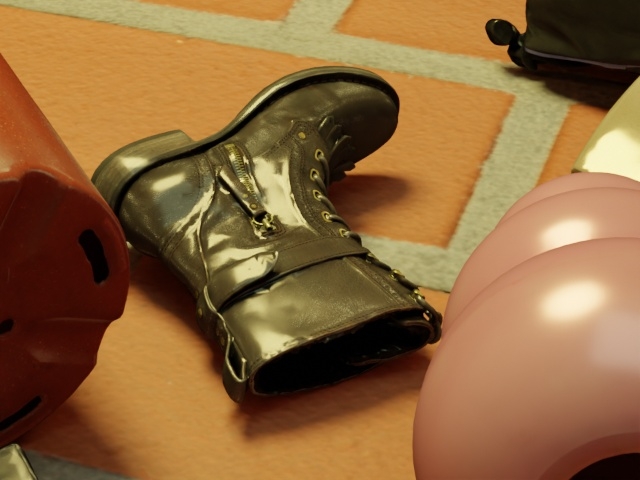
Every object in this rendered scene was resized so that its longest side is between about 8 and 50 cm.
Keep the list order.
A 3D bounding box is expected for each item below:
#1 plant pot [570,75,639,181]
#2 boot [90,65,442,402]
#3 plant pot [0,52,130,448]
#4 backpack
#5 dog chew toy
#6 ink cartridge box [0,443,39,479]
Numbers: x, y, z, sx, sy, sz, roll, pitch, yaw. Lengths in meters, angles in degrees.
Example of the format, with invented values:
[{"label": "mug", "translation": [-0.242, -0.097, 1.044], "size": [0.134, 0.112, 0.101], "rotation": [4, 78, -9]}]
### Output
[{"label": "plant pot", "translation": [0.224, -0.030, 1.240], "size": [0.096, 0.109, 0.109], "rotation": [-33, 45, -25]}, {"label": "boot", "translation": [0.000, 0.000, 1.209], "size": [0.263, 0.091, 0.229], "rotation": [-24, 46, -29]}, {"label": "plant pot", "translation": [-0.258, -0.024, 1.077], "size": [0.272, 0.272, 0.265], "rotation": [-20, 46, -30]}, {"label": "backpack", "translation": [0.308, -0.224, 1.462], "size": [0.276, 0.213, 0.263], "rotation": [19, 26, 30]}, {"label": "dog chew toy", "translation": [0.152, 0.066, 1.004], "size": [0.206, 0.207, 0.332], "rotation": [3, 25, 1]}, {"label": "ink cartridge box", "translation": [-0.241, 0.221, 0.780], "size": [0.332, 0.065, 0.165], "rotation": [-28, 40, -14]}]
